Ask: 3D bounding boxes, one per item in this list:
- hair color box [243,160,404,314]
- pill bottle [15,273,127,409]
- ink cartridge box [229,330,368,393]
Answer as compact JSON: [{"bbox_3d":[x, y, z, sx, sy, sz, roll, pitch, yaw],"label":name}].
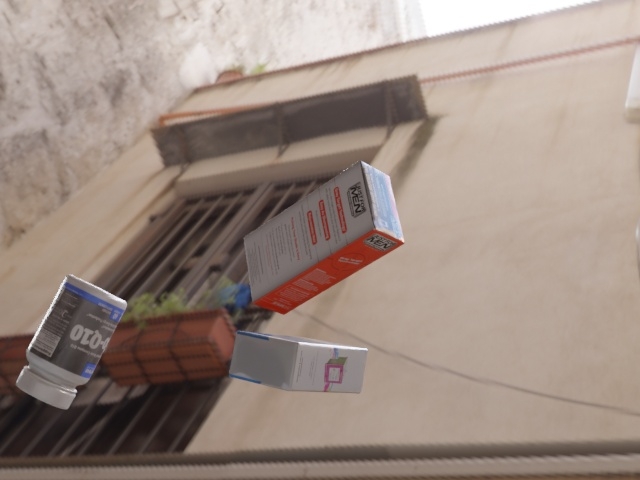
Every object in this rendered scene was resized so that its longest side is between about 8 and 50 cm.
[{"bbox_3d":[0.000,0.000,0.893,0.141,0.072,0.043,-32,-37,32],"label":"hair color box"},{"bbox_3d":[-0.282,0.115,1.179,0.078,0.078,0.137,25,-97,5],"label":"pill bottle"},{"bbox_3d":[-0.021,0.129,1.103,0.088,0.122,0.052,7,-95,39],"label":"ink cartridge box"}]
